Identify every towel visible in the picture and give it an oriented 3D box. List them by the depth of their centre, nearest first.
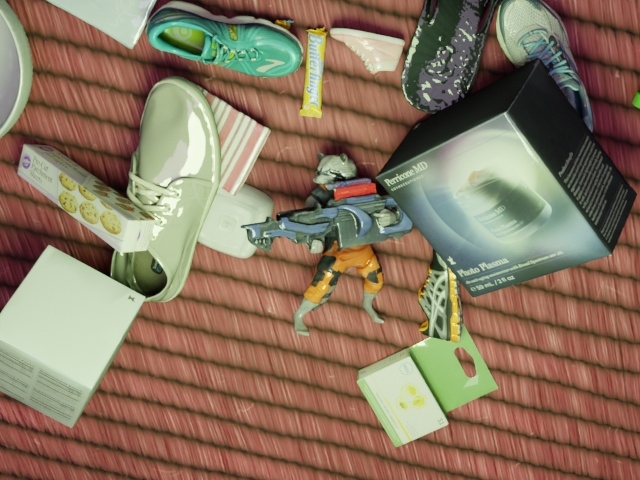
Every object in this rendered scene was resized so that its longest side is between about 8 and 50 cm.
[{"bbox_3d":[-0.203,-0.190,1.590,0.197,0.029,0.144,31,105,4],"label":"towel"}]

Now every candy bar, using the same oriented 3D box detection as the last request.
[{"bbox_3d":[-0.012,-0.302,1.565,0.040,0.018,0.161,5,109,1],"label":"candy bar"}]

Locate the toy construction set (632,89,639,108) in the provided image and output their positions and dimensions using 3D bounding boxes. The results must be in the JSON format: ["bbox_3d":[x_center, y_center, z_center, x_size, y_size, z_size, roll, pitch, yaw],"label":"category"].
[{"bbox_3d":[0.702,-0.115,1.515,0.308,0.257,0.237,1,129,-21],"label":"toy construction set"}]

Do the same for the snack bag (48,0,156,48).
[{"bbox_3d":[-0.384,-0.543,1.498,0.323,0.037,0.342,28,110,-5],"label":"snack bag"}]

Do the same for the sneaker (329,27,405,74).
[{"bbox_3d":[0.077,-0.332,1.532,0.134,0.051,0.070,11,103,-5],"label":"sneaker"}]

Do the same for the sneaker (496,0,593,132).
[{"bbox_3d":[0.391,-0.288,1.458,0.110,0.122,0.283,-29,104,11],"label":"sneaker"}]

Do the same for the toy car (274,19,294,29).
[{"bbox_3d":[-0.058,-0.432,1.526,0.040,0.060,0.122,-8,136,-39],"label":"toy car"}]

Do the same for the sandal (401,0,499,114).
[{"bbox_3d":[0.243,-0.427,1.463,0.167,0.107,0.446,8,109,1],"label":"sandal"}]

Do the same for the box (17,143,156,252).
[{"bbox_3d":[-0.420,-0.079,1.542,0.324,0.063,0.067,33,111,31],"label":"box"}]

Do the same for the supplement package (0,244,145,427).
[{"bbox_3d":[-0.474,0.182,1.590,0.198,0.199,0.263,30,146,-7],"label":"supplement package"}]

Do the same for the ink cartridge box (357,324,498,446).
[{"bbox_3d":[0.214,0.288,1.726,0.235,0.056,0.171,-27,104,13],"label":"ink cartridge box"}]

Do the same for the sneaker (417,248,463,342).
[{"bbox_3d":[0.224,0.095,1.651,0.083,0.084,0.215,0,105,16],"label":"sneaker"}]

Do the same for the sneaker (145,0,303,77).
[{"bbox_3d":[-0.167,-0.333,1.509,0.275,0.110,0.107,11,121,-3],"label":"sneaker"}]

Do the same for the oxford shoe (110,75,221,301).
[{"bbox_3d":[-0.287,-0.070,1.560,0.169,0.130,0.449,25,117,19],"label":"oxford shoe"}]

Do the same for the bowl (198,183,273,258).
[{"bbox_3d":[-0.170,-0.038,1.641,0.142,0.053,0.142,22,108,-5],"label":"bowl"}]

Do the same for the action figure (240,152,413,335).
[{"bbox_3d":[0.000,0.000,1.586,0.341,0.178,0.330,-1,104,-23],"label":"action figure"}]

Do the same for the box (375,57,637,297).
[{"bbox_3d":[0.307,-0.092,1.460,0.294,0.183,0.296,50,139,-13],"label":"box"}]

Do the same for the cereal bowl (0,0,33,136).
[{"bbox_3d":[-0.665,-0.317,1.530,0.339,0.141,0.339,1,108,2],"label":"cereal bowl"}]
